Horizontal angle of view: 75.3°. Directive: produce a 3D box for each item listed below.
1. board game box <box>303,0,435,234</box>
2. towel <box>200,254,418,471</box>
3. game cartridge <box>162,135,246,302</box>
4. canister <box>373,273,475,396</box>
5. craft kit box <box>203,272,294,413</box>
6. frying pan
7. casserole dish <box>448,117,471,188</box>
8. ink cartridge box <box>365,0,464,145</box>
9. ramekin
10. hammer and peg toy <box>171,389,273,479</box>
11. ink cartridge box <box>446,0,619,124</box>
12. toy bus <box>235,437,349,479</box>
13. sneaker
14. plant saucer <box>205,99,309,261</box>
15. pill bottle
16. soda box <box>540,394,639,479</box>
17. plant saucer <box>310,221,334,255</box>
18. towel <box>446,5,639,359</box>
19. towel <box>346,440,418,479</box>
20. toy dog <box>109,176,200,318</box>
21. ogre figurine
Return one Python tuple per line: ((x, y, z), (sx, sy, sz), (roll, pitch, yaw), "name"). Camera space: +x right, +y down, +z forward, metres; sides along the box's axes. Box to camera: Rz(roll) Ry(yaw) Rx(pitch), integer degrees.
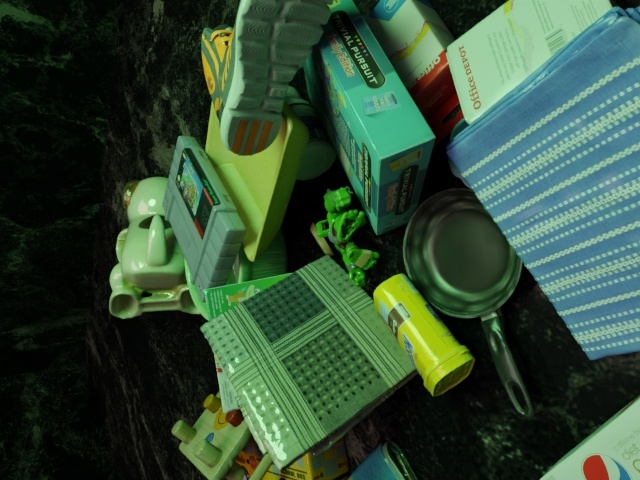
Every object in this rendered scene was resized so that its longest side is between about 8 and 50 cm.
((0.059, -0.209, 0.675), (0.253, 0.079, 0.335), (73, 174, -69), "board game box")
((-0.022, 0.201, 0.768), (0.324, 0.312, 0.056), (48, 158, 37), "towel")
((-0.288, -0.061, 0.971), (0.355, 0.068, 0.230), (55, 136, 35), "game cartridge")
((0.159, 0.149, 0.665), (0.169, 0.073, 0.126), (56, 172, 34), "canister")
((-0.101, 0.202, 0.872), (0.061, 0.247, 0.249), (134, 125, -71), "craft kit box")
((0.248, 0.062, 0.603), (0.326, 0.053, 0.197), (52, 129, 31), "frying pan")
((0.268, -0.145, 0.580), (0.188, 0.037, 0.114), (-28, 71, 45), "casserole dish")
((0.151, -0.280, 0.674), (0.134, 0.078, 0.230), (-43, 62, 42), "ink cartridge box")
((-0.217, 0.049, 1.063), (0.304, 0.148, 0.303), (4, 95, 49), "ramekin")
((-0.191, 0.415, 0.949), (0.127, 0.266, 0.361), (47, 151, -18), "hammer and peg toy")
((0.258, -0.228, 0.505), (0.175, 0.072, 0.127), (-26, 66, 45), "ink cartridge box")
((-0.085, 0.507, 0.967), (0.333, 0.108, 0.130), (-22, 76, 47), "toy bus")
((-0.104, -0.297, 0.597), (0.321, 0.125, 0.180), (-56, 52, 38), "sneaker")
((-0.135, -0.184, 0.848), (0.332, 0.081, 0.332), (58, 142, 33), "plant saucer")
((-0.051, -0.232, 0.884), (0.112, 0.112, 0.186), (-46, 58, 40), "pill bottle")
((0.357, 0.234, 0.470), (0.069, 0.074, 0.216), (50, 127, 35), "soda box")
((0.000, 0.000, 0.869), (0.015, 0.083, 0.083), (-33, 59, -1), "plant saucer")
((0.307, -0.032, 0.444), (0.335, 0.040, 0.243), (57, 143, 4), "towel")
((0.121, 0.592, 0.793), (0.271, 0.040, 0.370), (52, 130, 35), "towel")
((-0.511, -0.014, 1.278), (0.395, 0.285, 0.407), (94, 166, -53), "toy dog")
((0.045, -0.020, 0.780), (0.097, 0.197, 0.118), (-36, 32, 3), "ogre figurine")
